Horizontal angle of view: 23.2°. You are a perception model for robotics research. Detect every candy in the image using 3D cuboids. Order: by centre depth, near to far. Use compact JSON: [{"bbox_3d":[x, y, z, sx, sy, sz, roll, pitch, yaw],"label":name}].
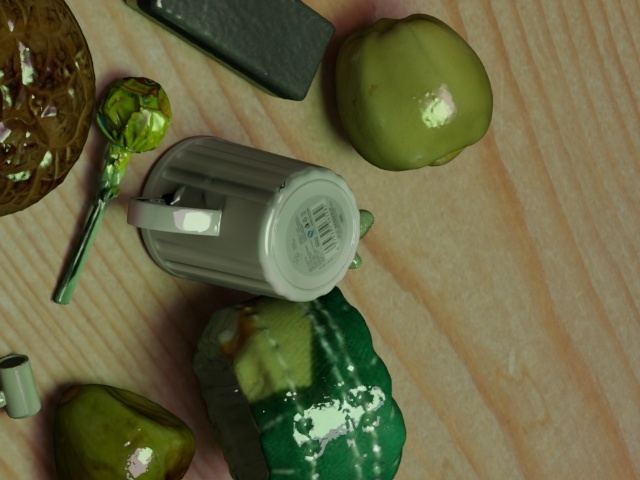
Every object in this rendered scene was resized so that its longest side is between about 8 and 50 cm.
[{"bbox_3d":[-0.231,-0.052,1.676,0.073,0.077,0.262,19,96,-40],"label":"candy"}]

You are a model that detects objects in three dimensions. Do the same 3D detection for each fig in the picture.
[{"bbox_3d":[-0.221,0.227,1.708,0.154,0.144,0.165,-26,115,8],"label":"fig"}]

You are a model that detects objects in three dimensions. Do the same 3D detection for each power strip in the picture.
[{"bbox_3d":[-0.094,-0.248,1.737,0.257,0.070,0.105,30,83,-40],"label":"power strip"}]

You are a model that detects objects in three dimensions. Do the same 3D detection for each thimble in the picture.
[{"bbox_3d":[-0.029,0.182,1.762,0.167,0.288,0.254,-18,88,-17],"label":"thimble"}]

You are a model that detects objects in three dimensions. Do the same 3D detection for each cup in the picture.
[{"bbox_3d":[-0.092,-0.010,1.707,0.221,0.202,0.166,-33,121,-34],"label":"cup"}]

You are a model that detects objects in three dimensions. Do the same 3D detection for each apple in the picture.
[{"bbox_3d":[0.109,-0.171,1.857,0.200,0.200,0.200,-12,109,-39],"label":"apple"}]

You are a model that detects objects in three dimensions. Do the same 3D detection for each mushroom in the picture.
[{"bbox_3d":[-0.320,-0.139,1.510,0.253,0.153,0.253,-26,124,-46],"label":"mushroom"}]

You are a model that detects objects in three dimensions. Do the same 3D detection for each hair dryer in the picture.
[{"bbox_3d":[-0.357,0.168,1.638,0.124,0.038,0.063,-21,113,-28],"label":"hair dryer"}]

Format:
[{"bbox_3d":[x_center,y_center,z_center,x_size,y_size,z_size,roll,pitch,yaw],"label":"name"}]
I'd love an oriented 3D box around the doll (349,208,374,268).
[{"bbox_3d":[0.000,0.000,1.880,0.115,0.077,0.150,47,54,10],"label":"doll"}]
